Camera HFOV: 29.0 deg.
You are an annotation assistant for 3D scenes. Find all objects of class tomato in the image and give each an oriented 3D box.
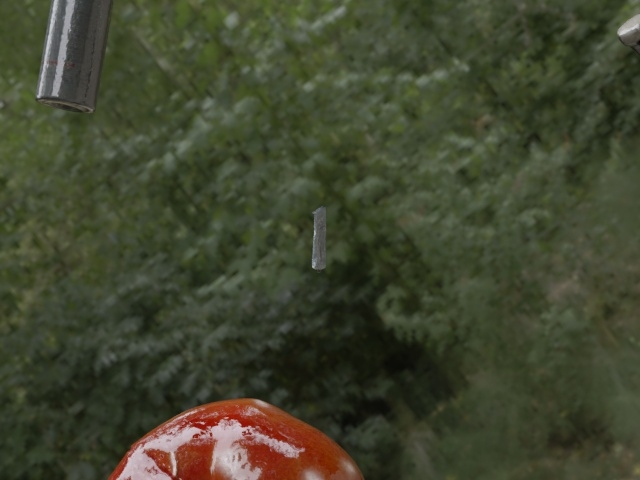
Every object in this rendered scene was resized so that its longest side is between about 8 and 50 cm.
[{"bbox_3d":[-0.084,0.317,1.292,0.298,0.299,0.226,-38,-14,-4],"label":"tomato"}]

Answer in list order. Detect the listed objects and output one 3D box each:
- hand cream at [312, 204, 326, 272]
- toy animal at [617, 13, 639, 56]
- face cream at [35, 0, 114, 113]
[{"bbox_3d":[0.000,0.000,1.698,0.019,0.093,0.030,16,26,29],"label":"hand cream"},{"bbox_3d":[0.486,-0.095,1.338,0.194,0.303,0.344,-27,32,26],"label":"toy animal"},{"bbox_3d":[-0.280,-0.295,1.469,0.073,0.073,0.284,169,110,-78],"label":"face cream"}]
